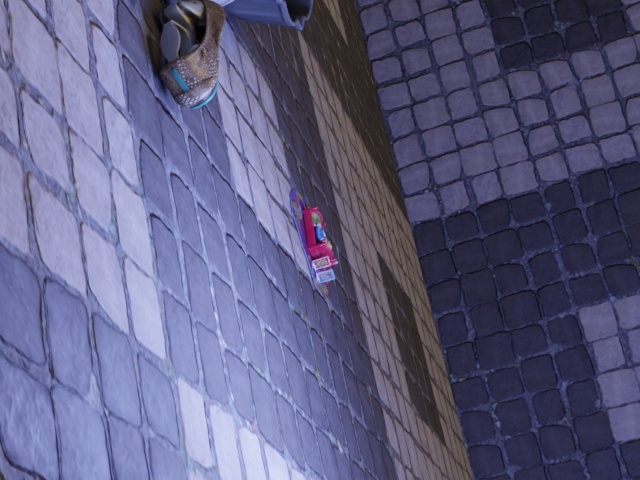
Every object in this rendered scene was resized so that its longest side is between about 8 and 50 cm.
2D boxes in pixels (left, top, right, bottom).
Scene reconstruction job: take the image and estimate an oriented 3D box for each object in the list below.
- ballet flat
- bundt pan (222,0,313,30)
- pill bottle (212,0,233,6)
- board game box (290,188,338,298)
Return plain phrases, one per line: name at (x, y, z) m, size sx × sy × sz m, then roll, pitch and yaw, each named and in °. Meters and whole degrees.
ballet flat at (-0.143, -0.223, 1.464) m, size 0.067 × 0.073 × 0.206 m, roll 49°, pitch 18°, yaw -32°
bundt pan at (-0.093, -0.446, 1.797) m, size 0.331 × 0.124 × 0.331 m, roll 0°, pitch 90°, yaw -79°
pill bottle at (-0.138, -0.321, 1.585) m, size 0.160 × 0.087 × 0.087 m, roll -14°, pitch 87°, yaw -81°
board game box at (0.000, 0.000, 1.967) m, size 0.133 × 0.033 × 0.169 m, roll -39°, pitch 112°, yaw -79°
